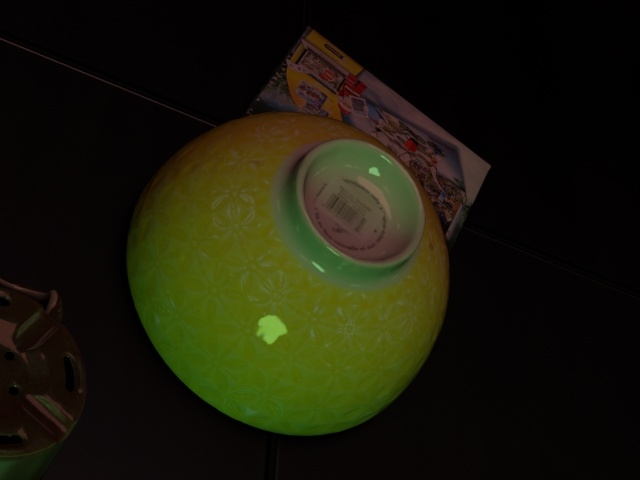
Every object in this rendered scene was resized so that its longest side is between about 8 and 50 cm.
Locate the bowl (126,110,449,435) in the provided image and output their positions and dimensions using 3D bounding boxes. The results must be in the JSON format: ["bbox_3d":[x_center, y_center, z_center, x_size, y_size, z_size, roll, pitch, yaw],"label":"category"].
[{"bbox_3d":[0.000,0.000,1.228,0.289,0.156,0.289,12,60,-22],"label":"bowl"}]

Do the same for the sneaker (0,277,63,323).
[{"bbox_3d":[-0.281,0.033,1.095,0.188,0.071,0.066,16,50,-26],"label":"sneaker"}]

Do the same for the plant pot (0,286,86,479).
[{"bbox_3d":[-0.243,0.123,0.986,0.167,0.165,0.167,18,50,-23],"label":"plant pot"}]

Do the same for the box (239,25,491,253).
[{"bbox_3d":[0.042,-0.085,1.433,0.233,0.044,0.159,37,45,-6],"label":"box"}]
